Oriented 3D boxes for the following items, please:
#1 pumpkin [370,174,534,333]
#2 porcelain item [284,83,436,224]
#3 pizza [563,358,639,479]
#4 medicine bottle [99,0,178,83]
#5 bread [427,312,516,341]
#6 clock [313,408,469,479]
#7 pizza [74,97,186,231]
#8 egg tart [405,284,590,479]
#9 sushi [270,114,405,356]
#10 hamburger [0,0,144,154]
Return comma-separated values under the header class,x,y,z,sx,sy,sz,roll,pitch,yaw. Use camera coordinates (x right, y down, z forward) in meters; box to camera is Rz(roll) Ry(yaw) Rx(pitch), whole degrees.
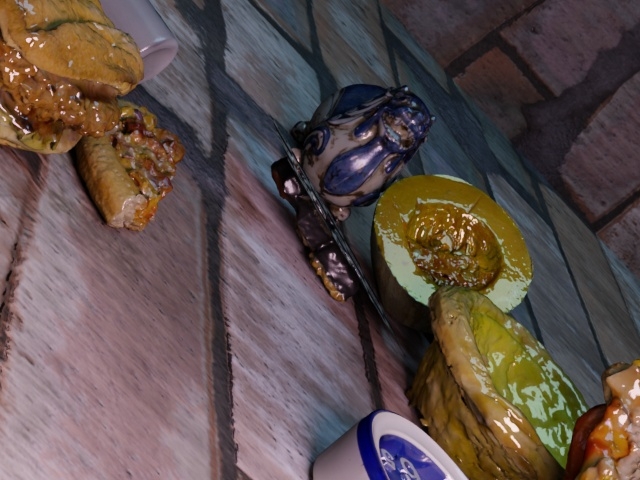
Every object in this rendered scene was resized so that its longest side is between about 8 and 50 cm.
class,x,y,z,sx,sy,sz,roll,pitch,yaw
pumpkin,0.145,0.033,2.230,0.217,0.110,0.217,17,43,-17
porcelain item,0.061,-0.139,2.339,0.138,0.186,0.288,48,14,-6
pizza,0.284,0.262,1.785,0.130,0.440,0.406,16,12,26
medicine bottle,-0.220,-0.240,1.957,0.130,0.080,0.080,55,16,15
bread,0.205,0.117,2.365,0.236,0.070,0.236,47,15,-17
clock,0.091,0.269,1.665,0.230,0.083,0.230,48,16,-19
pizza,-0.183,-0.084,1.739,0.127,0.058,0.246,50,17,-7
egg tart,0.212,0.214,2.038,0.345,0.132,0.345,45,16,-17
sushi,0.000,0.000,2.085,0.279,0.043,0.192,59,3,-26
hamburger,-0.286,-0.202,1.570,0.283,0.144,0.259,53,11,24
